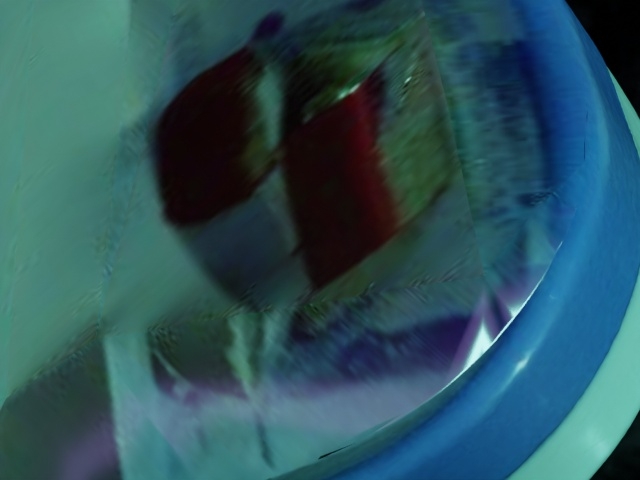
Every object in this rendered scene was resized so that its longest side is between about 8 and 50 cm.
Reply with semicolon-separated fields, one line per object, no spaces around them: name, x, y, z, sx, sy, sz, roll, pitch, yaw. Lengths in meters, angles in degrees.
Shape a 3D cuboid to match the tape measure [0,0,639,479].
tape measure;-0.002;0.001;0.655;0.262;0.138;0.259;-20;57;11
